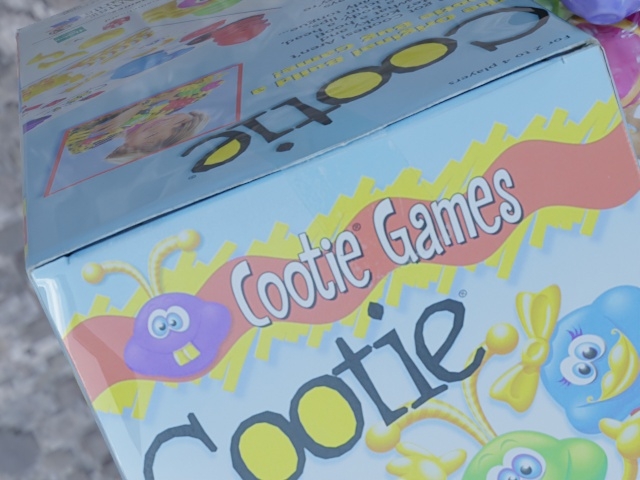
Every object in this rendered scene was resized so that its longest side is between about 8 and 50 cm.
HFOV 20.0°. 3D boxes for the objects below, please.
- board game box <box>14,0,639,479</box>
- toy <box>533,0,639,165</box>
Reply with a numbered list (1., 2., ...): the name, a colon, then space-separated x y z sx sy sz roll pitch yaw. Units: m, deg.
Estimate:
1. board game box: 0.000 0.000 0.553 0.144 0.275 0.142 -22 110 -2
2. toy: 0.094 -0.080 0.722 0.137 0.056 0.237 17 141 -2
